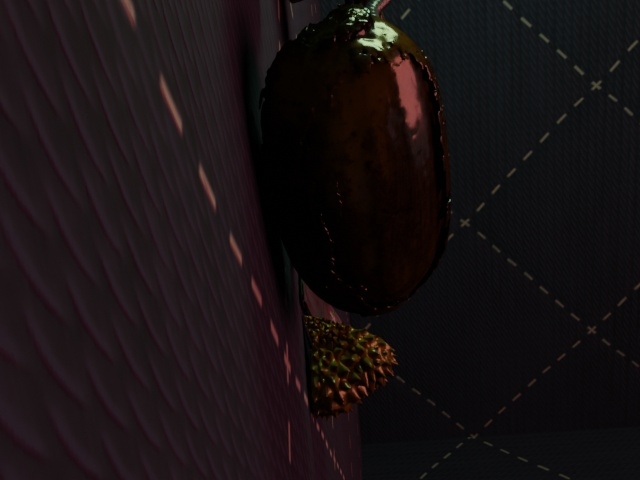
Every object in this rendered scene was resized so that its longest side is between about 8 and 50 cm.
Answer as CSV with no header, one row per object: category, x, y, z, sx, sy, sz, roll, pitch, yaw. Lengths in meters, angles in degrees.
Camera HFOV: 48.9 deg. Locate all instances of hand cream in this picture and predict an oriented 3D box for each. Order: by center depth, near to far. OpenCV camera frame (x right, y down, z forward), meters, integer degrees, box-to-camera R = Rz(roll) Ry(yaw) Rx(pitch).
hand cream,-0.001,0.110,1.116,0.079,0.050,0.275,58,-5,30

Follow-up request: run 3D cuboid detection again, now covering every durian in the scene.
durian,0.034,0.189,1.067,0.132,0.165,0.182,52,-42,33

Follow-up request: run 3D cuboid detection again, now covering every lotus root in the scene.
lotus root,0.040,-0.061,0.775,0.179,0.195,0.397,49,-20,45

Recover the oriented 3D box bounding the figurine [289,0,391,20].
figurine,0.016,-0.484,1.068,0.261,0.186,0.382,-100,178,-64
